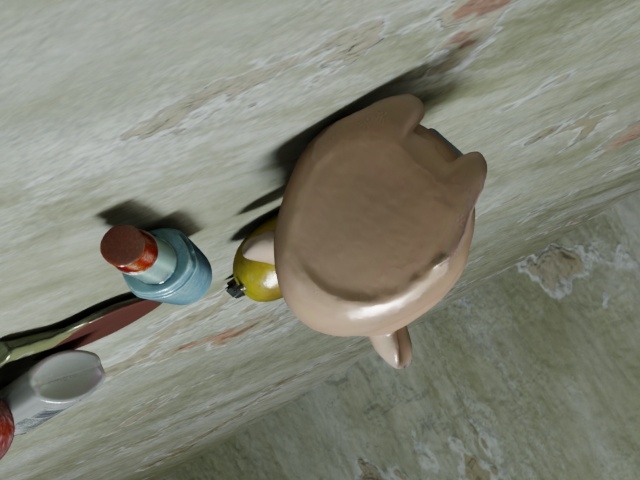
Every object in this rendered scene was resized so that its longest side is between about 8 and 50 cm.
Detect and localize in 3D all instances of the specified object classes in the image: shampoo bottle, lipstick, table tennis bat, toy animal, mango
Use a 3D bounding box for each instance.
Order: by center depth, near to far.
[{"bbox_3d":[-0.146,0.019,1.643,0.068,0.061,0.274,-25,171,3],"label":"lipstick"},{"bbox_3d":[0.045,-0.014,1.678,0.213,0.195,0.256,-52,172,0],"label":"toy animal"},{"bbox_3d":[-0.016,0.002,1.890,0.161,0.076,0.103,-31,166,6],"label":"mango"},{"bbox_3d":[-0.253,0.093,1.920,0.138,0.022,0.246,-31,173,29],"label":"table tennis bat"},{"bbox_3d":[-0.306,0.169,2.011,0.086,0.056,0.227,-15,172,-28],"label":"shampoo bottle"}]

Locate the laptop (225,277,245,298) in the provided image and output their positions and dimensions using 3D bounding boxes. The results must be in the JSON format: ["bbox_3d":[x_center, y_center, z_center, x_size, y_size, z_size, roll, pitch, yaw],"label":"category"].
[{"bbox_3d":[0.000,0.000,2.084,0.154,0.026,0.207,-19,168,-39],"label":"laptop"}]

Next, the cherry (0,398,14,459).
[{"bbox_3d":[-0.379,0.209,1.977,0.107,0.090,0.225,-16,170,-16],"label":"cherry"}]
